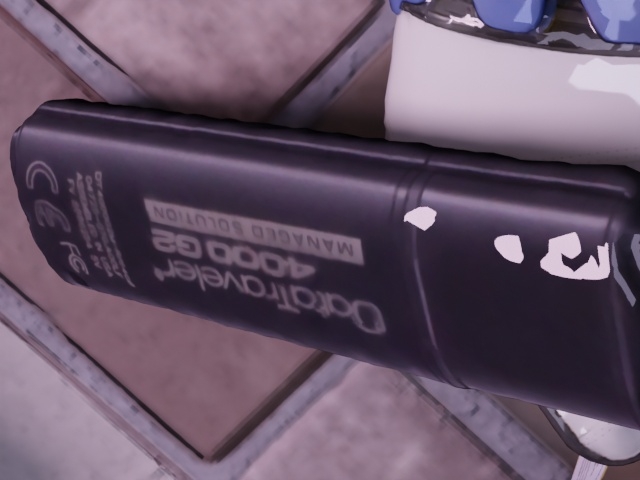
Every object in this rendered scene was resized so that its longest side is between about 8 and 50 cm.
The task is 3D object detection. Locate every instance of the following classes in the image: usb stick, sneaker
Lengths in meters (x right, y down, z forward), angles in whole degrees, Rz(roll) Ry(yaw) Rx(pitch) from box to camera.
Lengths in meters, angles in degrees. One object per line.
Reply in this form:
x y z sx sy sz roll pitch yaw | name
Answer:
0.000 0.000 0.520 0.278 0.045 0.077 11 125 43 | usb stick
0.154 -0.015 0.526 0.315 0.127 0.182 14 117 12 | sneaker

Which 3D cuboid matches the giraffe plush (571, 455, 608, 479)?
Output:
0.117 0.194 0.605 0.170 0.181 0.210 40 78 -17 | giraffe plush
